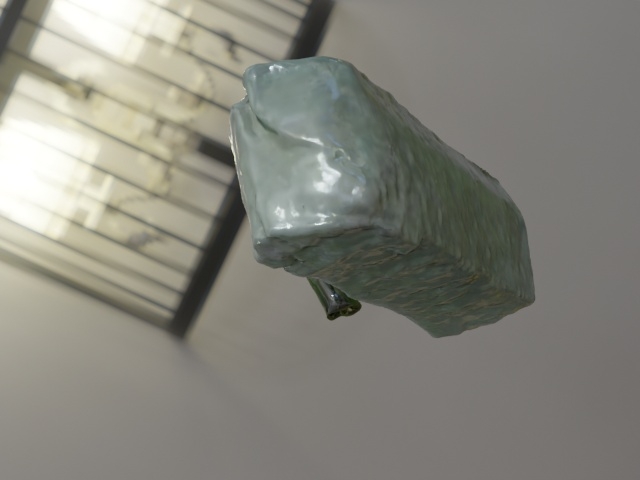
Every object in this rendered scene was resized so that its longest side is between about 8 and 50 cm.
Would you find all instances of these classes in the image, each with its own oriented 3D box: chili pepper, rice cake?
[{"bbox_3d":[0.000,0.000,0.812,0.022,0.027,0.083,15,-119,-61],"label":"chili pepper"},{"bbox_3d":[0.029,-0.008,0.622,0.206,0.063,0.069,31,-136,-61],"label":"rice cake"}]
